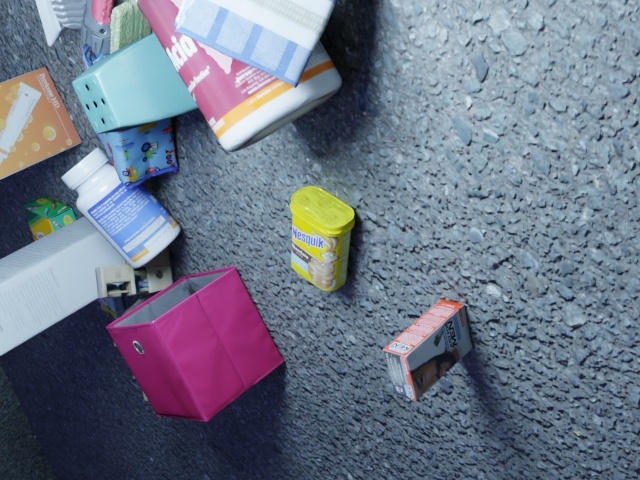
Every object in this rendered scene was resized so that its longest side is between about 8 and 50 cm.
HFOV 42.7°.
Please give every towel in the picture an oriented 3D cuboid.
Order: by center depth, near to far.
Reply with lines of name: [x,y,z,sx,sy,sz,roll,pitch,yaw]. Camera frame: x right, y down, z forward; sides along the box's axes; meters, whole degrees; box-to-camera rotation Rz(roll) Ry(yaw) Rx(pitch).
towel: [-0.067,-0.389,1.161,0.209,0.034,0.285,25,102,-1]
towel: [-0.376,-0.415,1.620,0.027,0.110,0.148,32,140,12]

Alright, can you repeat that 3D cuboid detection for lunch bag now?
lunch bag: [-0.455,-0.291,1.814,0.293,0.138,0.221,42,146,34]

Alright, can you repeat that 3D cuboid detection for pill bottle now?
pill bottle: [-0.154,-0.359,1.303,0.224,0.224,0.392,-25,97,55]
pill bottle: [-0.468,-0.079,1.914,0.272,0.152,0.152,51,146,-14]

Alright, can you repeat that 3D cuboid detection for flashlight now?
flashlight: [-0.419,-0.492,1.630,0.304,0.103,0.103,119,154,-55]

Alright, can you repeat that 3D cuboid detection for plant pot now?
plant pot: [-0.329,-0.298,1.550,0.166,0.234,0.165,-3,115,50]

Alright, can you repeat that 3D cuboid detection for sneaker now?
sneaker: [-0.521,-0.576,1.706,0.281,0.105,0.115,93,165,-45]

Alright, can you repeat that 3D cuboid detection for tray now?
tray: [-0.583,-0.568,1.755,0.030,0.145,0.270,-3,122,6]

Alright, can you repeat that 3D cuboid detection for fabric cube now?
fabric cube: [-0.294,0.242,1.912,0.254,0.259,0.258,-10,109,51]

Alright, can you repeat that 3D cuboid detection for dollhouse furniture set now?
dollhouse furniture set: [-0.484,0.073,2.043,0.129,0.184,0.129,-12,84,52]

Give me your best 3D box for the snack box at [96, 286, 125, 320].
snack box: [-0.632,0.158,2.436,0.100,0.037,0.141,28,136,32]

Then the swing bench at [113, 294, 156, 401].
swing bench: [-0.415,0.273,2.162,0.253,0.165,0.254,-20,101,54]

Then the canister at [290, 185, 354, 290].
canister: [0.000,0.000,1.537,0.126,0.073,0.170,34,141,29]

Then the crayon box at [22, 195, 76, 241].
crayon box: [-0.779,0.019,2.462,0.165,0.081,0.278,19,130,41]

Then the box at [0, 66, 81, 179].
box: [-0.821,-0.266,2.058,0.168,0.345,0.215,-4,114,50]

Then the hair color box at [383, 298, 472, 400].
hair color box: [0.184,0.182,1.380,0.053,0.167,0.093,12,126,45]

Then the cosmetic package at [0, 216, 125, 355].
cosmetic package: [-0.702,0.099,2.111,0.230,0.453,0.161,6,121,48]
